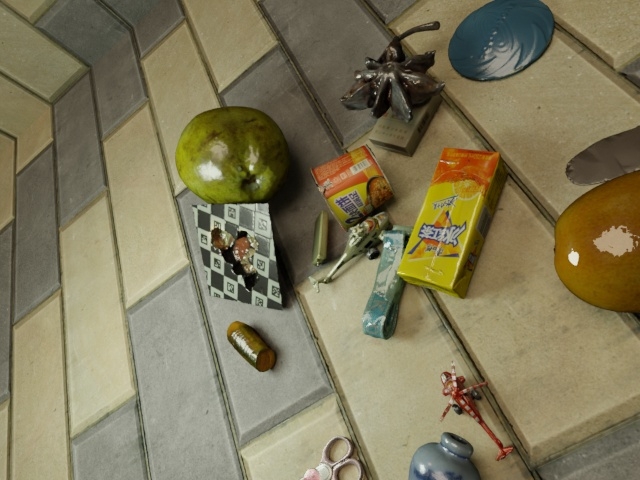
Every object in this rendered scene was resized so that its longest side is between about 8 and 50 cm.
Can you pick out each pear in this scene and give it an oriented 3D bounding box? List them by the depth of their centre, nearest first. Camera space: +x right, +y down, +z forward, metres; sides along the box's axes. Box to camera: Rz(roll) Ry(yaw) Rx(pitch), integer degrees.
[{"bbox_3d":[-0.274,-0.256,1.499,0.352,0.352,0.413,-48,38,4],"label":"pear"}]

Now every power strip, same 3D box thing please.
[{"bbox_3d":[0.000,0.000,1.376,0.076,0.028,0.168,129,149,-61],"label":"power strip"}]

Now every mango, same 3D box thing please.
[{"bbox_3d":[0.633,-0.012,0.895,0.379,0.221,0.263,-19,54,12],"label":"mango"}]

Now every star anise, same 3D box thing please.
[{"bbox_3d":[0.223,-0.452,1.344,0.360,0.139,0.315,-21,65,5],"label":"star anise"}]

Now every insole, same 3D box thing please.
[{"bbox_3d":[0.720,-0.218,1.060,0.328,0.007,0.111,-30,58,18],"label":"insole"}]

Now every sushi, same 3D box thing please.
[{"bbox_3d":[-0.235,0.036,1.450,0.340,0.069,0.319,3,107,38],"label":"sushi"}]

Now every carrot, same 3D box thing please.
[{"bbox_3d":[-0.202,0.299,1.358,0.173,0.082,0.082,31,87,37],"label":"carrot"}]

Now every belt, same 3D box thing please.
[{"bbox_3d":[0.176,0.100,1.205,0.072,0.087,0.302,5,72,36],"label":"belt"}]

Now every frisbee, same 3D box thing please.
[{"bbox_3d":[0.501,-0.583,1.337,0.290,0.049,0.289,-13,62,27],"label":"frisbee"}]

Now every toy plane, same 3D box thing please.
[{"bbox_3d":[0.331,0.357,1.005,0.194,0.077,0.126,30,90,30],"label":"toy plane"},{"bbox_3d":[0.084,0.030,1.295,0.286,0.108,0.092,-49,53,20],"label":"toy plane"}]

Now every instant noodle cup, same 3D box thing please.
[{"bbox_3d":[0.095,-0.154,1.311,0.174,0.213,0.213,-30,56,9],"label":"instant noodle cup"}]

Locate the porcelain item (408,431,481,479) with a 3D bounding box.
[{"bbox_3d":[0.233,0.521,0.957,0.141,0.141,0.258,23,91,37],"label":"porcelain item"}]

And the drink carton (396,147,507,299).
[{"bbox_3d":[0.327,-0.047,1.167,0.155,0.111,0.350,15,79,37],"label":"drink carton"}]

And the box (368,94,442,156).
[{"bbox_3d":[0.248,-0.356,1.388,0.141,0.058,0.201,23,83,37],"label":"box"}]

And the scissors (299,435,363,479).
[{"bbox_3d":[-0.012,0.576,1.143,0.242,0.030,0.118,-36,53,11],"label":"scissors"}]
